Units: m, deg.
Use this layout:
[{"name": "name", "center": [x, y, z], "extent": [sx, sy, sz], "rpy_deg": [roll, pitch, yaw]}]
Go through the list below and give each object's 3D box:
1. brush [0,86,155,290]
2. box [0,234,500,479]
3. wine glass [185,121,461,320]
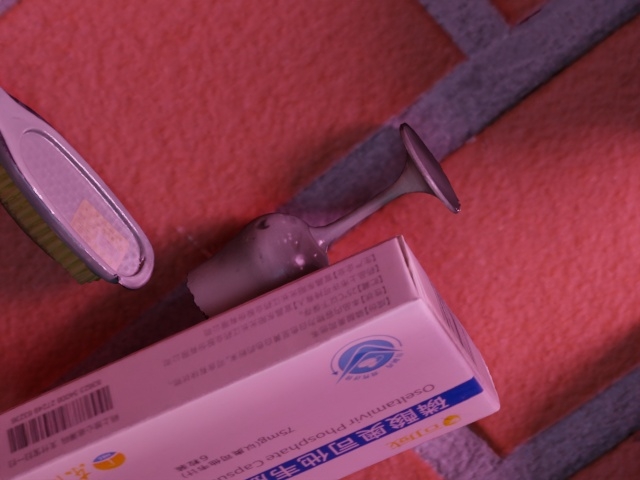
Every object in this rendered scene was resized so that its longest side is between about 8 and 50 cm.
[{"name": "brush", "center": [-0.229, -0.073, 1.257], "extent": [0.060, 0.068, 0.297], "rpy_deg": [-24, 113, 33]}, {"name": "box", "center": [-0.058, 0.130, 1.309], "extent": [0.343, 0.065, 0.200], "rpy_deg": [-24, 146, 9]}, {"name": "wine glass", "center": [0.000, 0.000, 1.287], "extent": [0.195, 0.079, 0.079], "rpy_deg": [-32, 114, 12]}]
